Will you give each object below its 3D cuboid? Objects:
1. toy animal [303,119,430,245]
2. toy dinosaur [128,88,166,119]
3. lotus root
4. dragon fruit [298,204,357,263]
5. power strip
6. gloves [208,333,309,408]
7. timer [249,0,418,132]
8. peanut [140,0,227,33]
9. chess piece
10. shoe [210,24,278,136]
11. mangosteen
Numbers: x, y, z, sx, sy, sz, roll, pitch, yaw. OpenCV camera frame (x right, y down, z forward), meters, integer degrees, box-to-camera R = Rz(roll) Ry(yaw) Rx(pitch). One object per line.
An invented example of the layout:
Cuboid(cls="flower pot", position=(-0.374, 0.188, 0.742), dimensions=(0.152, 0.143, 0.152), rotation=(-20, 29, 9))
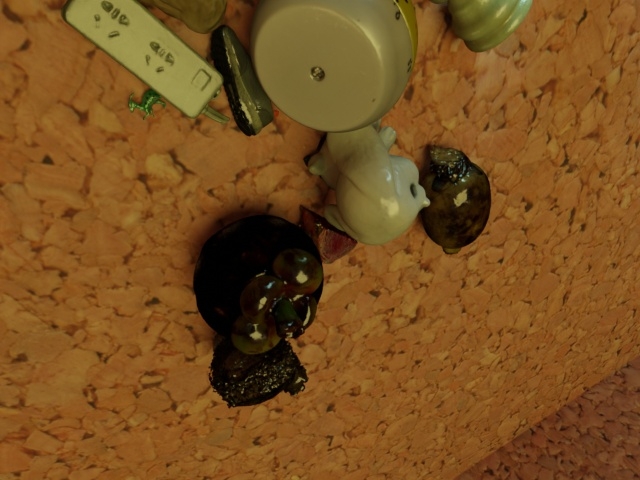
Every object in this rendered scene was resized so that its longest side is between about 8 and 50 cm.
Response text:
Cuboid(cls="toy animal", position=(0.079, -0.125, 0.892), dimensions=(0.174, 0.289, 0.249), rotation=(-15, 105, -15))
Cuboid(cls="toy dinosaur", position=(-0.288, -0.244, 0.775), dimensions=(0.062, 0.021, 0.083), rotation=(5, 103, -35))
Cuboid(cls="lotus root", position=(0.324, -0.079, 1.105), dimensions=(0.169, 0.141, 0.314), rotation=(-23, 129, -6))
Cuboid(cls="dragon fruit", position=(0.000, 0.000, 1.031), dimensions=(0.147, 0.102, 0.096), rotation=(28, 108, -41))
Cuboid(cls="power strip", position=(-0.252, -0.286, 0.734), dimensions=(0.288, 0.053, 0.093), rotation=(36, 95, -34))
Cuboid(cls="gloves", position=(-0.143, 0.267, 1.010), dimensions=(0.210, 0.312, 0.135), rotation=(-14, 107, -6))
Cuboid(cls="timer", position=(0.037, -0.342, 0.759), dimensions=(0.285, 0.285, 0.285), rotation=(-13, 125, -19))
Cuboid(cls="peanut", position=(-0.237, -0.426, 0.609), dimensions=(0.325, 0.140, 0.153), rotation=(50, 50, -46))
Cuboid(cls="chess piece", position=(0.244, -0.469, 0.824), dimensions=(0.251, 0.144, 0.144), rotation=(24, 108, -30))
Cuboid(cls="shoe", position=(-0.128, -0.281, 0.804), dimensions=(0.077, 0.074, 0.194), rotation=(-32, 133, -20))
Cuboid(cls="mangosteen", position=(-0.111, 0.096, 0.916), dimensions=(0.288, 0.287, 0.233), rotation=(-29, 151, -6))
